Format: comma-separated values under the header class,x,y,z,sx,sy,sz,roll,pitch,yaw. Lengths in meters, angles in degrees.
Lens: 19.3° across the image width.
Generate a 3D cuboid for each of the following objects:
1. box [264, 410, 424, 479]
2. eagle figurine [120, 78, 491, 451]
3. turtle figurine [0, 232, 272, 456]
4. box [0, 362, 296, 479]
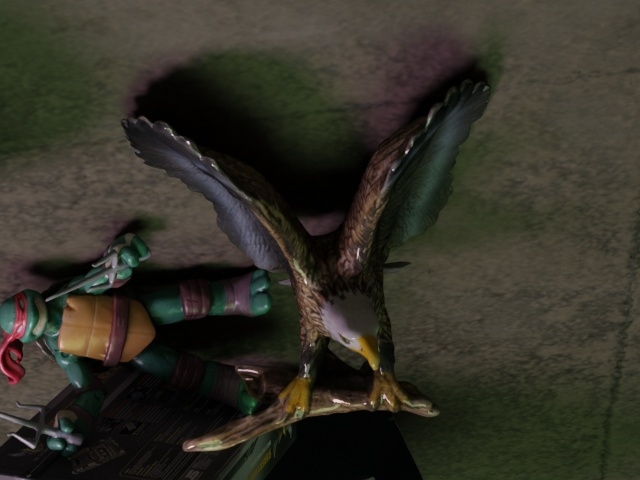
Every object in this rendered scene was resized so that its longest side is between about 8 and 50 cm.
class,x,y,z,sx,sy,sz,roll,pitch,yaw
box,-0.067,0.358,1.759,0.212,0.293,0.395,-15,165,-45
eagle figurine,0.006,0.004,1.331,0.226,0.225,0.298,-33,129,-35
turtle figurine,-0.159,0.069,1.455,0.234,0.118,0.175,5,110,-23
box,-0.141,0.170,1.499,0.183,0.231,0.056,5,111,18
